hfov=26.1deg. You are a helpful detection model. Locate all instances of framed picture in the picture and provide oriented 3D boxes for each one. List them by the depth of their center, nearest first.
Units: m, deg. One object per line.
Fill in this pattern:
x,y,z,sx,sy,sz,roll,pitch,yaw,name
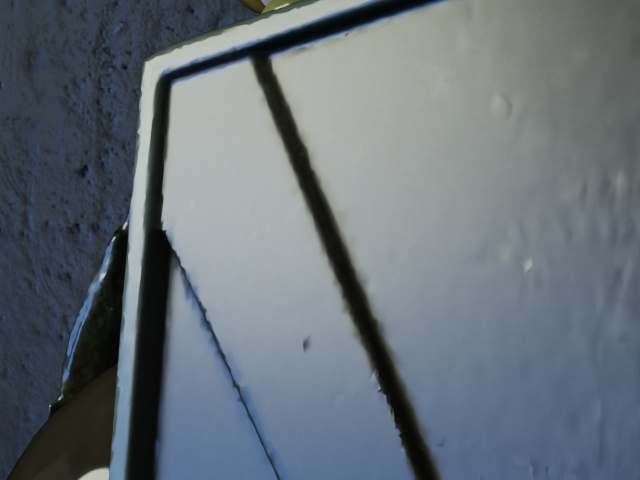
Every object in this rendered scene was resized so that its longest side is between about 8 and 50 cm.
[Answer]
0.019,0.074,0.378,0.020,0.240,0.324,17,-110,-44,framed picture

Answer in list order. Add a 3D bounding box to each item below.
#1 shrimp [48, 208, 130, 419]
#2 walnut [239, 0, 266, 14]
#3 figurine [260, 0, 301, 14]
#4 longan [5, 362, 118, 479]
0.000,0.000,0.696,0.085,0.272,0.445,38,122,52,shrimp
0.016,-0.273,1.131,0.228,0.228,0.228,3,-90,-90,walnut
0.034,-0.186,0.919,0.284,0.206,0.316,95,168,-51,figurine
-0.016,0.154,0.563,0.258,0.258,0.258,3,-90,-90,longan
